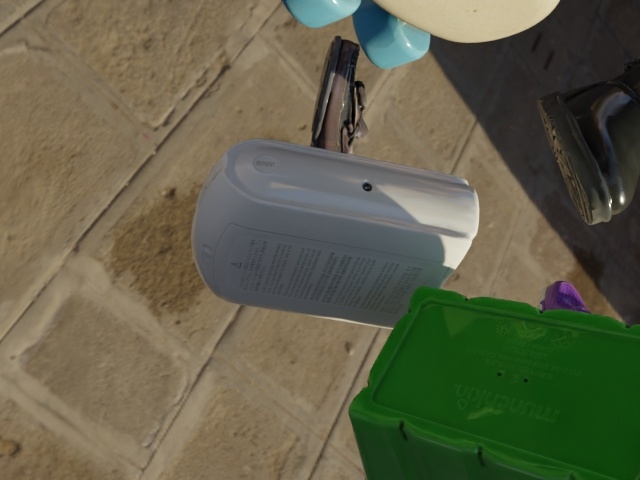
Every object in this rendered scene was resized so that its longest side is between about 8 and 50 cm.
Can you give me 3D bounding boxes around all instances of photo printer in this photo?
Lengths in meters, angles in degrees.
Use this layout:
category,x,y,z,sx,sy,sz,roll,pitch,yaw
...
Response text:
category,x,y,z,sx,sy,sz,roll,pitch,yaw
photo printer,0.000,0.000,0.862,0.307,0.256,0.107,10,56,-8

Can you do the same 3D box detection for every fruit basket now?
category,x,y,z,sx,sy,sz,roll,pitch,yaw
fruit basket,0.257,0.225,0.749,0.392,0.392,0.283,44,61,-19

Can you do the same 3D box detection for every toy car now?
category,x,y,z,sx,sy,sz,roll,pitch,yaw
toy car,0.094,-0.285,0.526,0.210,0.219,0.238,9,73,-53

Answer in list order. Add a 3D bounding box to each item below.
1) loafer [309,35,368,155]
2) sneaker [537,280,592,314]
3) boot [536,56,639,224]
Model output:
category,x,y,z,sx,sy,sz,roll,pitch,yaw
loafer,0.030,-0.153,1.078,0.095,0.302,0.109,11,27,-4
sneaker,0.389,0.150,1.007,0.095,0.104,0.236,13,48,-25
boot,0.544,-0.200,0.974,0.367,0.445,0.146,-75,143,-60
